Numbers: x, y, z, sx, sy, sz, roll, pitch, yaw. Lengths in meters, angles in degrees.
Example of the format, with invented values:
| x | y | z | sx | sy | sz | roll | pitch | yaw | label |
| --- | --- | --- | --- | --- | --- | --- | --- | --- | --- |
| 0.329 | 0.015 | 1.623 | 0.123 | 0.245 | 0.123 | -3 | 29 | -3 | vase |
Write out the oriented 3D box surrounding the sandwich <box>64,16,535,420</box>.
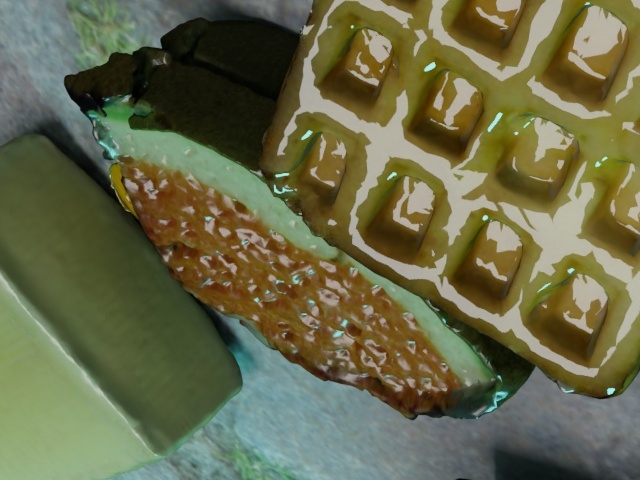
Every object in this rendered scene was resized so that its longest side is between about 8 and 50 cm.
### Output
| x | y | z | sx | sy | sz | roll | pitch | yaw | label |
| --- | --- | --- | --- | --- | --- | --- | --- | --- | --- |
| 0.008 | -0.002 | 0.886 | 0.292 | 0.109 | 0.212 | 25 | 146 | 26 | sandwich |

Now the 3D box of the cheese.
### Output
| x | y | z | sx | sy | sz | roll | pitch | yaw | label |
| --- | --- | --- | --- | --- | --- | --- | --- | --- | --- |
| -0.222 | 0.068 | 1.141 | 0.265 | 0.124 | 0.242 | -23 | 106 | 51 | cheese |

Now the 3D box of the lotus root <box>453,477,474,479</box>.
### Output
| x | y | z | sx | sy | sz | roll | pitch | yaw | label |
| --- | --- | --- | --- | --- | --- | --- | --- | --- | --- |
| 0.183 | 0.316 | 0.923 | 0.346 | 0.250 | 0.250 | 23 | 139 | 30 | lotus root |

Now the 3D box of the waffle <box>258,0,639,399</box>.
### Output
| x | y | z | sx | sy | sz | roll | pitch | yaw | label |
| --- | --- | --- | --- | --- | --- | --- | --- | --- | --- |
| 0.113 | -0.105 | 0.658 | 0.224 | 0.098 | 0.327 | 30 | 128 | 11 | waffle |

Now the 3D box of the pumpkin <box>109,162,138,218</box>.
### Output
| x | y | z | sx | sy | sz | roll | pitch | yaw | label |
| --- | --- | --- | --- | --- | --- | --- | --- | --- | --- |
| -0.109 | -0.037 | 1.013 | 0.083 | 0.028 | 0.050 | 9 | 131 | 48 | pumpkin |
